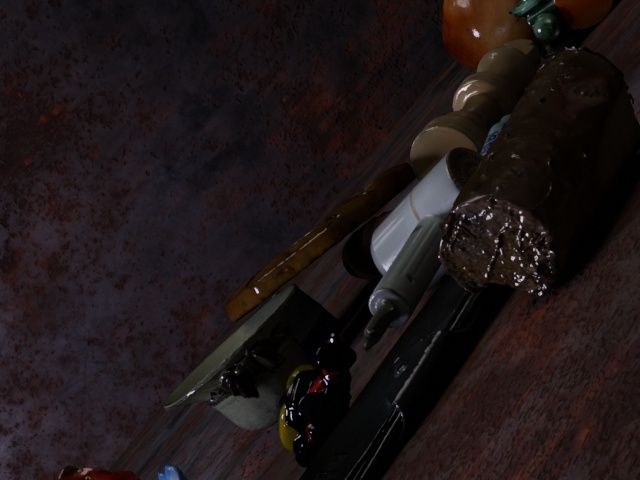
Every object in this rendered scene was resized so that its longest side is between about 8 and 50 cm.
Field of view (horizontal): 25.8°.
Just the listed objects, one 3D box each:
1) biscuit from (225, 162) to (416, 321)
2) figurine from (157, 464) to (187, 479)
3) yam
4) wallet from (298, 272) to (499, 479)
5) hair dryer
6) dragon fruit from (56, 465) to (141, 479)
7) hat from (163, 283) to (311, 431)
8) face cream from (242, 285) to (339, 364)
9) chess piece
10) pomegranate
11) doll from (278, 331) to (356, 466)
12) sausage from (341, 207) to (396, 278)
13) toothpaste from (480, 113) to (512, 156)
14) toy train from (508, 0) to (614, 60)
[{"bbox_3d":[0.000,-0.001,2.101,0.359,0.046,0.359,-38,1,1],"label":"biscuit"},{"bbox_3d":[-0.222,0.386,2.051,0.114,0.079,0.114,6,96,64],"label":"figurine"},{"bbox_3d":[0.208,-0.059,1.298,0.238,0.129,0.128,-52,4,-34],"label":"yam"},{"bbox_3d":[0.078,0.146,1.403,0.318,0.045,0.172,-53,4,-22],"label":"wallet"},{"bbox_3d":[0.099,0.035,1.596,0.173,0.107,0.357,-49,0,35],"label":"hair dryer"},{"bbox_3d":[-0.268,0.405,1.711,0.205,0.210,0.268,-84,11,-52],"label":"dragon fruit"},{"bbox_3d":[-0.087,0.193,1.992,0.257,0.130,0.257,-43,4,4],"label":"hat"},{"bbox_3d":[-0.075,0.172,2.200,0.206,0.111,0.206,-50,6,8],"label":"face cream"},{"bbox_3d":[0.258,-0.209,2.159,0.117,0.117,0.397,-46,4,39],"label":"chess piece"},{"bbox_3d":[0.316,-0.399,2.544,0.209,0.209,0.209,-49,5,6],"label":"pomegranate"},{"bbox_3d":[-0.004,0.176,1.549,0.127,0.088,0.248,-47,-7,-11],"label":"doll"},{"bbox_3d":[0.099,0.004,2.051,0.088,0.088,0.433,-51,5,-13],"label":"sausage"},{"bbox_3d":[0.223,-0.081,1.860,0.075,0.048,0.297,-42,12,39],"label":"toothpaste"},{"bbox_3d":[0.414,-0.399,2.272,0.177,0.116,0.285,-34,10,24],"label":"toy train"}]
